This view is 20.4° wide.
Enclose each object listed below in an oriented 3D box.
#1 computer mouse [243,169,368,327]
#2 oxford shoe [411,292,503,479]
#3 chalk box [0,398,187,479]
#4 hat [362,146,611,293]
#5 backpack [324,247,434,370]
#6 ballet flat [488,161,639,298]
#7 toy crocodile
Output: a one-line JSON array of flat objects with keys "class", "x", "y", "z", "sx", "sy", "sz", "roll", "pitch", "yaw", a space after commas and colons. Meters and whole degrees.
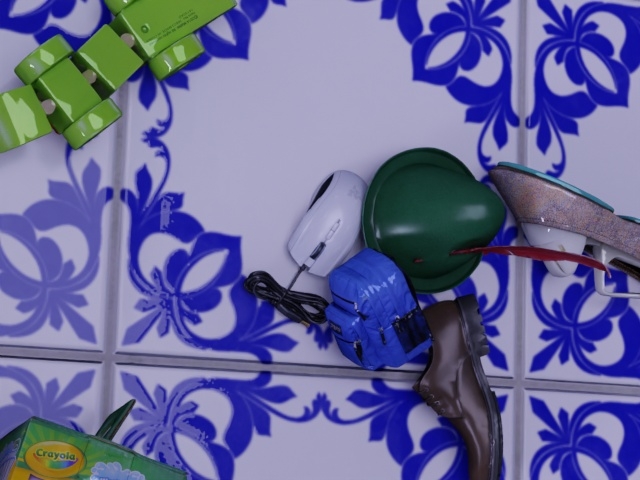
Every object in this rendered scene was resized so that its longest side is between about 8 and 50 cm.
[{"class": "computer mouse", "x": 0.000, "y": 0.000, "z": 2.025, "sx": 0.106, "sy": 0.042, "sz": 0.193, "roll": 33, "pitch": 72, "yaw": -12}, {"class": "oxford shoe", "x": 0.156, "y": 0.182, "z": 2.048, "sx": 0.096, "sy": 0.083, "sz": 0.227, "roll": -12, "pitch": 85, "yaw": -5}, {"class": "chalk box", "x": -0.260, "y": 0.293, "z": 1.801, "sx": 0.179, "sy": 0.180, "sz": 0.289, "roll": 22, "pitch": 64, "yaw": -16}, {"class": "hat", "x": 0.181, "y": -0.028, "z": 2.007, "sx": 0.208, "sy": 0.183, "sz": 0.173, "roll": -7, "pitch": 91, "yaw": -33}, {"class": "backpack", "x": 0.060, "y": 0.077, "z": 1.987, "sx": 0.101, "sy": 0.098, "sz": 0.120, "roll": -33, "pitch": 120, "yaw": -24}, {"class": "ballet flat", "x": 0.331, "y": 0.005, "z": 2.120, "sx": 0.316, "sy": 0.107, "sz": 0.106, "roll": 21, "pitch": 83, "yaw": -15}, {"class": "toy crocodile", "x": -0.232, "y": -0.197, "z": 1.944, "sx": 0.340, "sy": 0.105, "sz": 0.115, "roll": -41, "pitch": 97, "yaw": -26}]
